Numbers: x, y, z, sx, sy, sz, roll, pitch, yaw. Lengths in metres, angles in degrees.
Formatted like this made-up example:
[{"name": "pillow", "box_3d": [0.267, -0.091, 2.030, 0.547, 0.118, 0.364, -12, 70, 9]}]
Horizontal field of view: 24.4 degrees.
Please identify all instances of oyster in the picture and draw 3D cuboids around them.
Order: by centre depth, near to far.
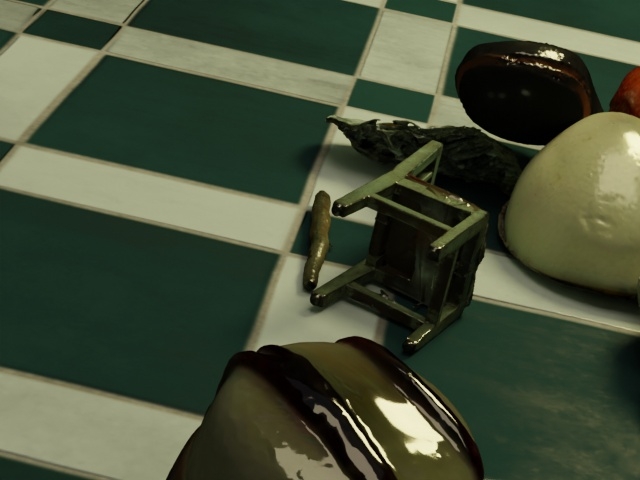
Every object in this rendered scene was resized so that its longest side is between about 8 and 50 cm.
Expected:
[{"name": "oyster", "box_3d": [0.141, -0.133, 2.008, 0.252, 0.087, 0.199, 16, -3, -36]}]

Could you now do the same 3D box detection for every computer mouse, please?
[{"name": "computer mouse", "box_3d": [0.279, -0.185, 1.986, 0.183, 0.116, 0.323, 10, -3, 18]}]

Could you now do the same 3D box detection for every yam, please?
[{"name": "yam", "box_3d": [-0.001, -0.001, 1.766, 0.027, 0.029, 0.234, -14, 26, 11]}]

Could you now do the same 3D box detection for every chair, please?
[{"name": "chair", "box_3d": [0.120, 0.001, 1.684, 0.147, 0.136, 0.270, 24, 28, 22]}]

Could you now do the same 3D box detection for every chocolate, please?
[{"name": "chocolate", "box_3d": [0.005, 0.190, 1.216, 0.283, 0.186, 0.283, 9, 26, -4]}]

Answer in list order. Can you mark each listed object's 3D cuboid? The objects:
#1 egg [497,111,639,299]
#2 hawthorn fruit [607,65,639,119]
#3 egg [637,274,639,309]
[{"name": "egg", "box_3d": [0.363, -0.052, 1.843, 0.264, 0.174, 0.286, 7, 30, 0]}, {"name": "hawthorn fruit", "box_3d": [0.516, -0.139, 2.036, 0.253, 0.205, 0.205, 16, 26, 27]}, {"name": "egg", "box_3d": [0.452, 0.056, 1.661, 0.217, 0.183, 0.183, -26, 44, -35]}]
